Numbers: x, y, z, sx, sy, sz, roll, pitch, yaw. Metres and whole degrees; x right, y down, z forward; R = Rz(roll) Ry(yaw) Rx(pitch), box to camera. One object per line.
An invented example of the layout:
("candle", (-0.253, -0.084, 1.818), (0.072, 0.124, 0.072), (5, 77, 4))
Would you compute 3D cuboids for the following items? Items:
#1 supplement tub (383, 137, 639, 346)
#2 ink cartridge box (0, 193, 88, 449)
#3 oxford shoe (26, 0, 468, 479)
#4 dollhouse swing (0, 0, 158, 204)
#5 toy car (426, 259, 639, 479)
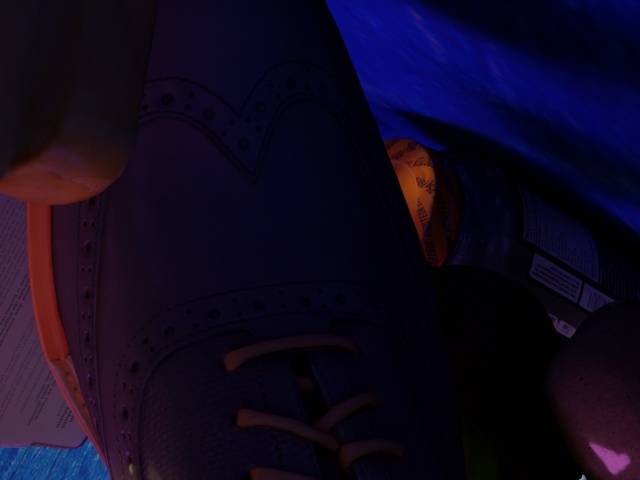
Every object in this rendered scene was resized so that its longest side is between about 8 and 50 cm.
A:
("supplement tub", (0.092, 0.027, 0.717), (0.190, 0.117, 0.117), (28, 178, -34))
("ink cartridge box", (-0.111, -0.024, 0.545), (0.045, 0.223, 0.224), (26, 176, 18))
("oxford shoe", (0.002, 0.064, 0.388), (0.129, 0.364, 0.132), (-13, -179, -20))
("dollhouse swing", (-0.240, -0.057, 0.245), (0.315, 0.305, 0.347), (25, 178, 31))
("toy car", (0.120, 0.053, 0.553), (0.155, 0.188, 0.149), (43, -154, -51))
